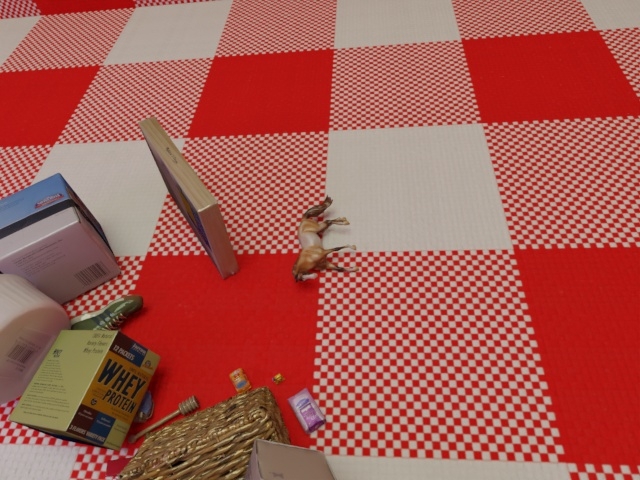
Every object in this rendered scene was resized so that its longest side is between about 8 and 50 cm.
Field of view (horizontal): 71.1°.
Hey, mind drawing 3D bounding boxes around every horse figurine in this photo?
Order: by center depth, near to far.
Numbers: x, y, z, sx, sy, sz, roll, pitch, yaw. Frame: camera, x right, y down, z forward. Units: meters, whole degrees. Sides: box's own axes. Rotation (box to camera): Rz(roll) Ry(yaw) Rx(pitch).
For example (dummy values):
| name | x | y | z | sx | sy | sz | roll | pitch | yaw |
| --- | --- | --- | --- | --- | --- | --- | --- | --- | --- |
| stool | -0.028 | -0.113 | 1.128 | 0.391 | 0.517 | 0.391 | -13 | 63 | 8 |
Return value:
| name | x | y | z | sx | sy | sz | roll | pitch | yaw |
| --- | --- | --- | --- | --- | --- | --- | --- | --- | --- |
| horse figurine | 0.000 | 0.000 | 1.197 | 0.174 | 0.066 | 0.263 | -7 | 55 | -5 |

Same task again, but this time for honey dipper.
| name | x | y | z | sx | sy | sz | roll | pitch | yaw |
| --- | --- | --- | --- | --- | --- | --- | --- | --- | --- |
| honey dipper | -0.342 | 0.390 | 0.973 | 0.160 | 0.030 | 0.030 | -28 | 55 | -10 |

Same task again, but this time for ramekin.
| name | x | y | z | sx | sy | sz | roll | pitch | yaw |
| --- | --- | --- | --- | --- | --- | --- | --- | --- | --- |
| ramekin | -0.706 | 0.226 | 0.998 | 0.135 | 0.277 | 0.277 | 23 | 59 | 13 |

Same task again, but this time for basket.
| name | x | y | z | sx | sy | sz | roll | pitch | yaw |
| --- | --- | --- | --- | --- | --- | --- | --- | --- | --- |
| basket | -0.197 | 0.450 | 0.868 | 0.299 | 0.223 | 0.214 | -22 | 88 | -9 |

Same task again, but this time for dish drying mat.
| name | x | y | z | sx | sy | sz | roll | pitch | yaw |
| --- | --- | --- | --- | --- | --- | --- | --- | --- | --- |
| dish drying mat | -0.405 | 0.470 | 0.934 | 0.083 | 0.008 | 0.032 | -9 | 52 | 2 |

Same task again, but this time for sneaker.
| name | x | y | z | sx | sy | sz | roll | pitch | yaw |
| --- | --- | --- | --- | --- | --- | --- | --- | --- | --- |
| sneaker | -0.528 | 0.210 | 1.112 | 0.192 | 0.064 | 0.086 | -21 | 55 | -2 |

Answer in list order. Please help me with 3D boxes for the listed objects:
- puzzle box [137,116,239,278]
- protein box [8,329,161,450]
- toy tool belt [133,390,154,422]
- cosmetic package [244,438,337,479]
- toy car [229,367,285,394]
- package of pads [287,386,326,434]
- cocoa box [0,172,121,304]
| name | x | y | z | sx | sy | sz | roll | pitch | yaw |
| --- | --- | --- | --- | --- | --- | --- | --- | --- | --- |
| puzzle box | -0.352 | -0.116 | 1.202 | 0.052 | 0.272 | 0.409 | -28 | 56 | -19 |
| protein box | -0.491 | 0.311 | 0.951 | 0.199 | 0.136 | 0.201 | -6 | 50 | 28 |
| toy tool belt | -0.392 | 0.354 | 0.988 | 0.052 | 0.051 | 0.083 | 8 | 50 | -22 |
| cosmetic package | -0.075 | 0.492 | 0.694 | 0.129 | 0.153 | 0.296 | 15 | 87 | -10 |
| toy car | -0.146 | 0.301 | 1.006 | 0.122 | 0.041 | 0.060 | -16 | 53 | -4 |
| package of pads | -0.029 | 0.361 | 0.951 | 0.050 | 0.032 | 0.083 | -31 | 56 | -12 |
| cocoa box | -0.758 | 0.034 | 1.165 | 0.347 | 0.231 | 0.228 | -31 | 54 | -15 |
